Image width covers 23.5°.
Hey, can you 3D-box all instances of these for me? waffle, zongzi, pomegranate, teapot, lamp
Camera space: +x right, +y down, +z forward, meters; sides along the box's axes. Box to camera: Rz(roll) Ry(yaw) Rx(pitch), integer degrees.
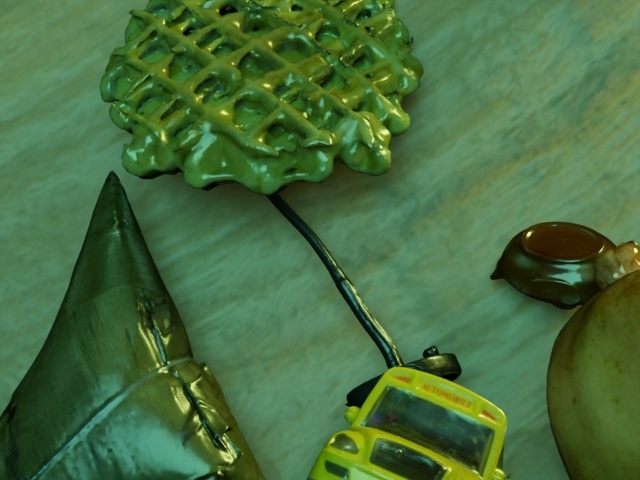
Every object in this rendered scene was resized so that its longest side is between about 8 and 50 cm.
[{"bbox_3d":[-0.058,-0.168,1.513,0.317,0.073,0.297,1,53,5],"label":"waffle"},{"bbox_3d":[-0.262,0.147,1.473,0.323,0.160,0.360,-24,76,1],"label":"zongzi"},{"bbox_3d":[0.310,0.124,1.360,0.229,0.252,0.270,-24,77,22],"label":"pomegranate"},{"bbox_3d":[0.228,0.031,1.485,0.129,0.078,0.098,8,37,19],"label":"teapot"},{"bbox_3d":[-0.026,0.025,1.490,0.108,0.130,0.371,-39,81,-18],"label":"lamp"}]

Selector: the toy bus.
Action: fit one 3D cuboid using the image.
[{"bbox_3d":[0.087,0.206,1.327,0.144,0.330,0.152,23,78,12],"label":"toy bus"}]
